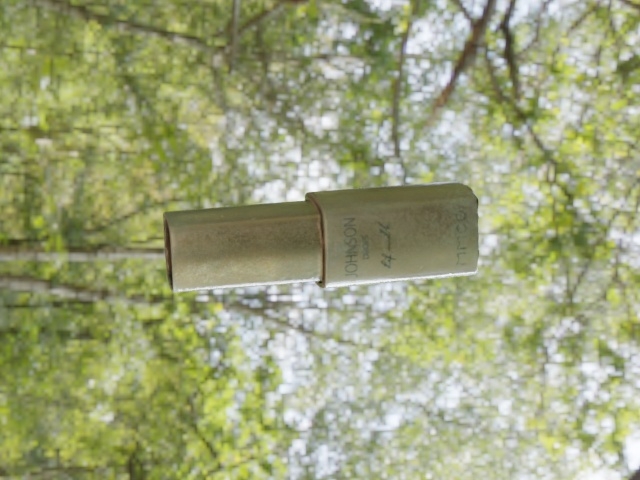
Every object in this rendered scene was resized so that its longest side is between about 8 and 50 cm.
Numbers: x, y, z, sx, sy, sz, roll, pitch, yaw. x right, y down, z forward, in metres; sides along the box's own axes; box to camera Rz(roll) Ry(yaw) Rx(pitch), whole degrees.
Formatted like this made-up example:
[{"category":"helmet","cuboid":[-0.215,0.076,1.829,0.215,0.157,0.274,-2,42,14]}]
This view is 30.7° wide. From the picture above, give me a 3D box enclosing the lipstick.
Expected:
[{"category":"lipstick","cuboid":[0.000,0.000,0.960,0.077,0.253,0.079,-137,-138,-71]}]
